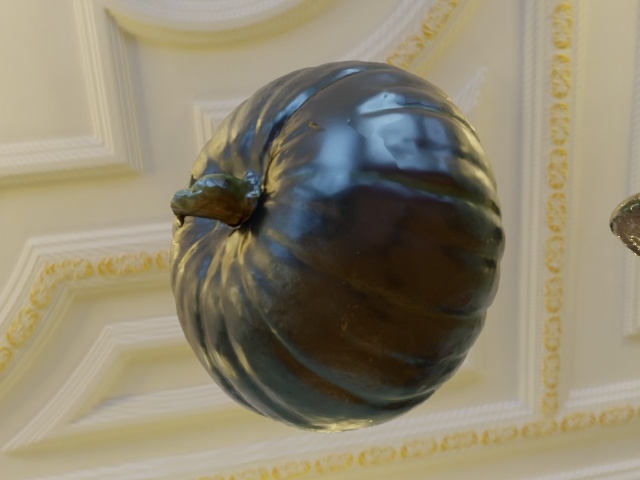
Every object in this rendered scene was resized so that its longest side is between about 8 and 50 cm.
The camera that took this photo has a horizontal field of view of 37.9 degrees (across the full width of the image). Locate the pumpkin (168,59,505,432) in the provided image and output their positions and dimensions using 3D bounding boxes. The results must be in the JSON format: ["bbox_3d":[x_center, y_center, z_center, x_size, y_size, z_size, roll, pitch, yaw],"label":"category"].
[{"bbox_3d":[0.000,0.000,0.599,0.216,0.250,0.250,19,-73,-38],"label":"pumpkin"}]

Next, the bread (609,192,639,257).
[{"bbox_3d":[0.255,-0.002,0.641,0.110,0.110,0.024,30,-105,-20],"label":"bread"}]
